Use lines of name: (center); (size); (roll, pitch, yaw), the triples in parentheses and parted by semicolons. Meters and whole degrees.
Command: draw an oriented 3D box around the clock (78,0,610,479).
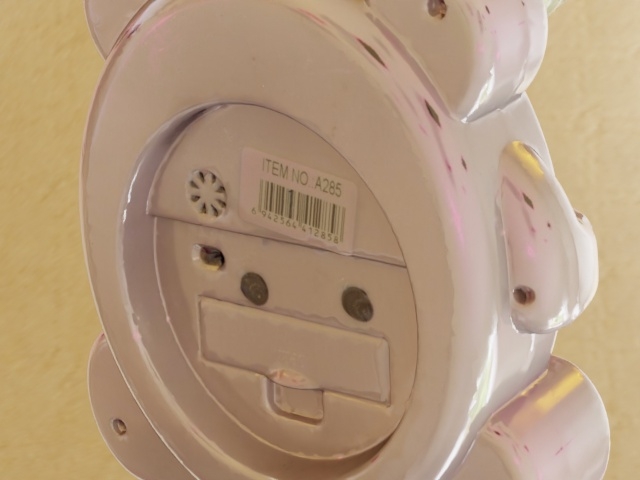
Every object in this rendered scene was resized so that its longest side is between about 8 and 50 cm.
clock: (0.000, 0.000, 0.909); (0.113, 0.295, 0.322); (-31, 124, -49)

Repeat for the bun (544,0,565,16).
bun: (0.063, -0.214, 1.458); (0.359, 0.359, 0.211); (-32, 102, -23)
